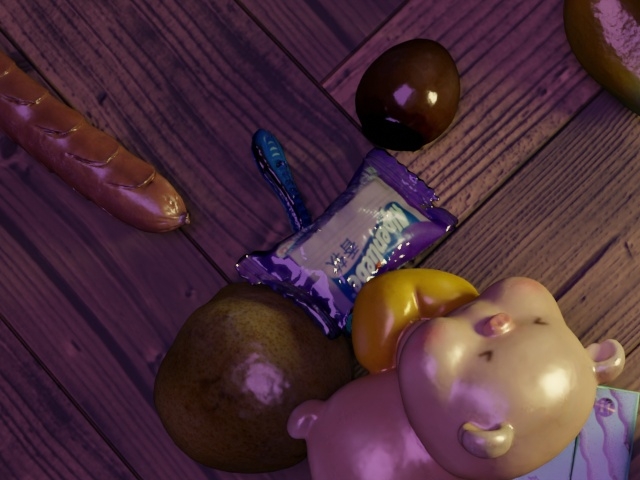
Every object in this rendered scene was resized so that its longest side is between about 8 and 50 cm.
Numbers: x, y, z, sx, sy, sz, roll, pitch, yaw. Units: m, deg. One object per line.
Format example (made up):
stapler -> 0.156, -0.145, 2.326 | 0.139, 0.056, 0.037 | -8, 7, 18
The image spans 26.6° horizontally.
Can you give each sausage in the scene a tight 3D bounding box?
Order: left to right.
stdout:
sausage -> -0.337, -0.137, 1.714 | 0.433, 0.088, 0.088 | 37, 91, 12

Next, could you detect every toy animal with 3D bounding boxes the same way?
toy animal -> 0.137, 0.157, 1.424 | 0.345, 0.247, 0.278 | -29, 91, -19

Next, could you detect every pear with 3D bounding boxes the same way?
pear -> -0.071, 0.169, 1.577 | 0.211, 0.188, 0.229 | 29, 96, 24

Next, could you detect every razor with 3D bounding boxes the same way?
razor -> -0.007, 0.007, 1.657 | 0.056, 0.093, 0.324 | -43, 72, 40

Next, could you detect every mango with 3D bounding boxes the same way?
mango -> 0.365, -0.233, 1.593 | 0.130, 0.092, 0.195 | -23, 85, 6

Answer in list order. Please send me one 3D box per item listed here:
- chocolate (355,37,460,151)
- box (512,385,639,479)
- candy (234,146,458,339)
chocolate -> 0.108, -0.184, 1.638 | 0.124, 0.127, 0.133 | 16, 72, -17
box -> 0.249, 0.238, 1.590 | 0.229, 0.041, 0.162 | 9, 86, 11
candy -> 0.037, 0.002, 1.591 | 0.145, 0.070, 0.275 | 43, 56, 9
